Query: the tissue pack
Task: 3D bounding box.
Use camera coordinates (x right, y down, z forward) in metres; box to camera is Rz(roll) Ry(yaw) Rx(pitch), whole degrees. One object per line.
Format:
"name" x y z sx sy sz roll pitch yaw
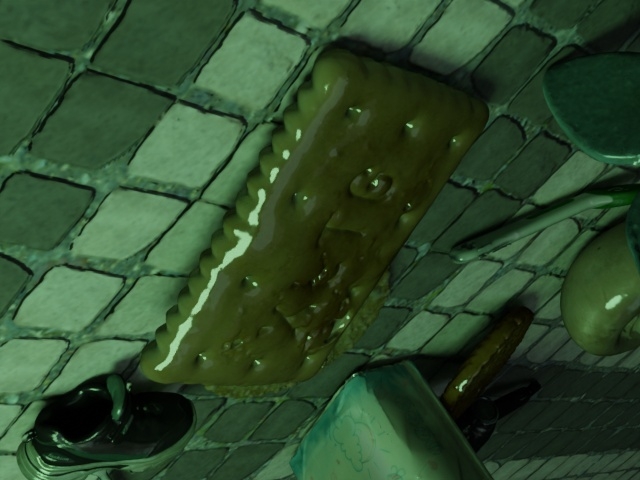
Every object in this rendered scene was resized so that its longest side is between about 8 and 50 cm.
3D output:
"tissue pack" 0.096 0.302 1.213 0.124 0.271 0.201 -9 142 -39

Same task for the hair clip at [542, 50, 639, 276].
"hair clip" 0.366 -0.143 0.795 0.392 0.318 0.238 -26 148 -10

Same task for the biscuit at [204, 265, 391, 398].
"biscuit" -0.022 0.084 1.026 0.220 0.033 0.219 -26 150 -16

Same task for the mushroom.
"mushroom" 0.398 0.076 1.250 0.204 0.204 0.204 -24 148 -16

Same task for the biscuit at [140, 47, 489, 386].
"biscuit" 0.000 0.000 0.874 0.217 0.044 0.324 8 122 -50

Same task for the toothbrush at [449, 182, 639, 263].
"toothbrush" 0.322 -0.044 1.158 0.418 0.042 0.040 -22 108 -20

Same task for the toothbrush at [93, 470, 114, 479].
"toothbrush" -0.217 0.266 1.100 0.024 0.026 0.288 -22 152 -11

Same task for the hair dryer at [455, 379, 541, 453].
"hair dryer" 0.240 0.255 1.505 0.219 0.075 0.195 -20 158 -35

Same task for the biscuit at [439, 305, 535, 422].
"biscuit" 0.200 0.157 1.298 0.188 0.027 0.187 -46 161 -20

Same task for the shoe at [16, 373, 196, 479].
"shoe" -0.187 0.160 0.944 0.169 0.071 0.099 -11 140 -28
